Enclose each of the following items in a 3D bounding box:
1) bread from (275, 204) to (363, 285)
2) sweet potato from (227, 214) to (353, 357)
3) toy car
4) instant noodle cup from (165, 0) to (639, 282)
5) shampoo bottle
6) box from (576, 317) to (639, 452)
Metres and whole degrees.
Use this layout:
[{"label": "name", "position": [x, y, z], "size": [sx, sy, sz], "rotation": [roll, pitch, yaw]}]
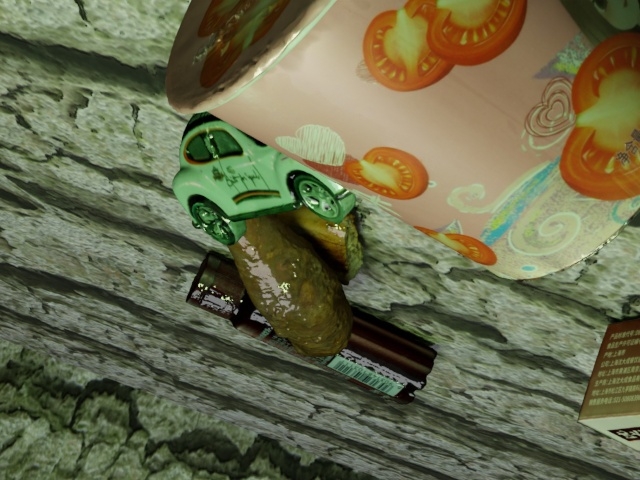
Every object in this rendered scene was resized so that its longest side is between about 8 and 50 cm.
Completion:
[{"label": "bread", "position": [-0.022, -0.011, 1.653], "size": [0.136, 0.054, 0.154], "rotation": [15, 157, 13]}, {"label": "sweet potato", "position": [-0.026, 0.060, 1.630], "size": [0.114, 0.092, 0.341], "rotation": [32, 166, 29]}, {"label": "toy car", "position": [-0.030, -0.091, 1.296], "size": [0.125, 0.136, 0.306], "rotation": [50, 153, -16]}, {"label": "instant noodle cup", "position": [0.070, -0.113, 0.868], "size": [0.231, 0.243, 0.243], "rotation": [34, 159, -23]}, {"label": "shampoo bottle", "position": [-0.014, 0.113, 1.983], "size": [0.323, 0.084, 0.129], "rotation": [25, 161, -8]}, {"label": "box", "position": [0.505, 0.181, 1.499], "size": [0.344, 0.122, 0.385], "rotation": [26, 163, -16]}]
